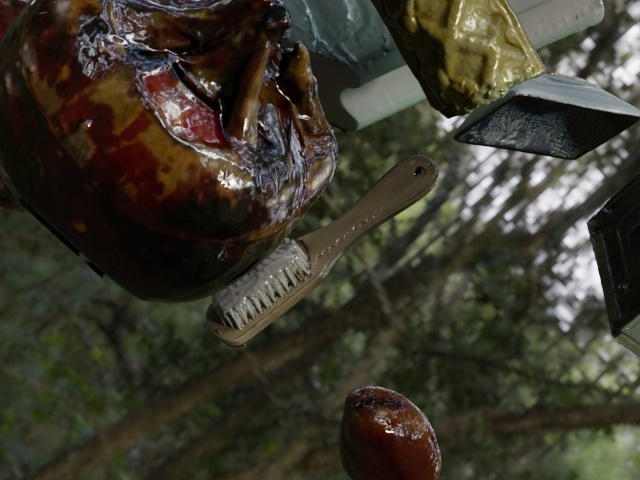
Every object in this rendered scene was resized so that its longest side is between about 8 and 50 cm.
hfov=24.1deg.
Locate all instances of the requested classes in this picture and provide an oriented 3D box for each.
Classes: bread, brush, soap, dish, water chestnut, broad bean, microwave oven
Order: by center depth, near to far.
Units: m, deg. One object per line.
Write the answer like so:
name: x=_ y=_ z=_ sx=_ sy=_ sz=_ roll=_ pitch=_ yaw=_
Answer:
water chestnut: x=-0.122 y=-0.091 z=1.182 sx=0.289 sy=0.244 sz=0.289 roll=37 pitch=-1 yaw=1
microwave oven: x=0.370 y=0.018 z=1.545 sx=0.129 sy=0.163 sz=0.205 roll=32 pitch=30 yaw=-20
bread: x=0.129 y=-0.266 z=1.665 sx=0.268 sy=0.130 sz=0.152 roll=58 pitch=0 yaw=-7
broad bean: x=0.079 y=0.243 z=1.734 sx=0.084 sy=0.114 sz=0.165 roll=-79 pitch=161 yaw=-49
brush: x=0.000 y=0.000 z=1.740 sx=0.070 sy=0.327 sz=0.065 roll=49 pitch=-8 yaw=30
soap: x=0.107 y=-0.320 z=1.910 sx=0.156 sy=0.446 sz=0.261 roll=66 pitch=0 yaw=-66
dish: x=0.346 y=-0.204 z=2.316 sx=0.182 sy=0.243 sz=0.080 roll=-34 pitch=-125 yaw=56

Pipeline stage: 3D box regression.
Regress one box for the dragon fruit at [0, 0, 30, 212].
dragon fruit: x=-0.265 y=-0.171 z=1.663 sx=0.329 sy=0.329 sz=0.329 roll=47 pitch=-12 yaw=13
